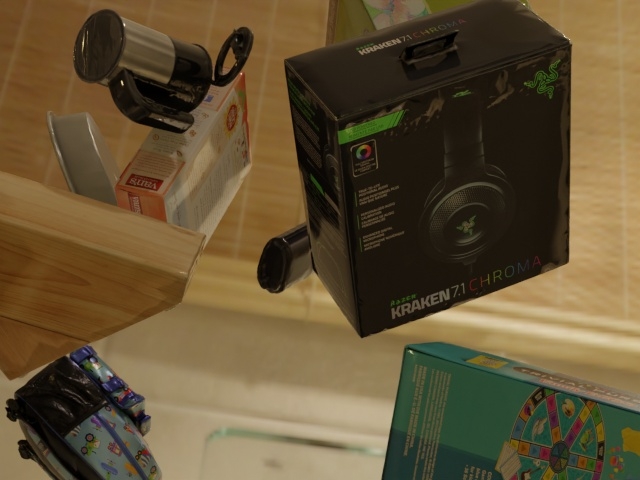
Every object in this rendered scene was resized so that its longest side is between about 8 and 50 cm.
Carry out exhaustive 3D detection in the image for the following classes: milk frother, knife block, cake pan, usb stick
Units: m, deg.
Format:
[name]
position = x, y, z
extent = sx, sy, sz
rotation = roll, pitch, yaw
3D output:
[milk frother]
position = -0.165, -0.202, 1.455
extent = 0.135, 0.129, 0.143
rotation = 15, -60, -48
[knife block]
position = -0.274, -0.012, 1.178
extent = 0.276, 0.088, 0.242
rotation = -24, -68, 18
[cake pan]
position = -0.305, -0.058, 1.913
extent = 0.054, 0.293, 0.293
rotation = -24, -35, -2
[usb stick]
position = 0.000, 0.000, 1.741
extent = 0.045, 0.278, 0.077
rotation = 20, -68, 21

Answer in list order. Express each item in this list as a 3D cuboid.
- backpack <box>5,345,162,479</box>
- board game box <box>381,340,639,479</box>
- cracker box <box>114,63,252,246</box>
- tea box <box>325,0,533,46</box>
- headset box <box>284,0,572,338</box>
[backpack]
position = -0.232, 0.214, 1.418
extent = 0.173, 0.117, 0.158
rotation = 40, -25, 16
[board game box]
position = 0.207, 0.245, 1.097
extent = 0.336, 0.253, 0.079
rotation = 14, 7, 32
[cracker box]
position = -0.155, -0.077, 1.574
extent = 0.067, 0.232, 0.155
rotation = 14, -43, 14
[tea box]
position = 0.166, -0.247, 1.927
extent = 0.220, 0.323, 0.329
rotation = -22, -17, -10
[headset box]
position = 0.111, -0.083, 1.319
extent = 0.246, 0.131, 0.283
rotation = -18, -52, -15
